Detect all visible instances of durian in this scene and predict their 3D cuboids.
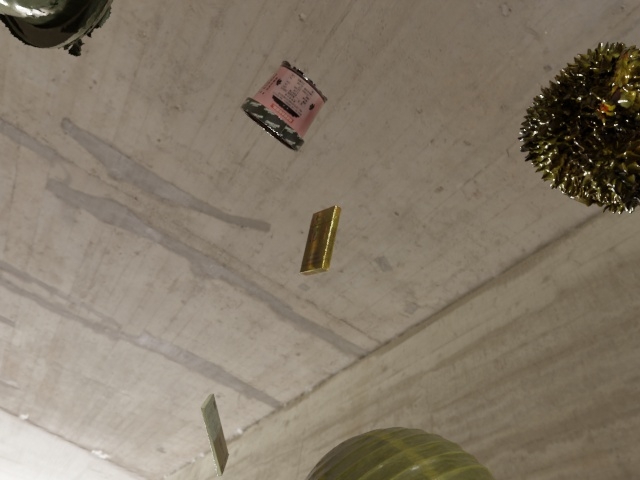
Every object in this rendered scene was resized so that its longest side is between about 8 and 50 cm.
[{"bbox_3d":[0.479,-0.185,0.709,0.293,0.258,0.258,35,-52,-27],"label":"durian"}]

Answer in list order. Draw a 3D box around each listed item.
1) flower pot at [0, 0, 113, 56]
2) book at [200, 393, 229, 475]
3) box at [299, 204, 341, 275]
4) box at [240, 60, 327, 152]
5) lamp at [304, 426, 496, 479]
[{"bbox_3d":[-0.324,-0.331,0.330,0.290,0.259,0.291,3,-84,30],"label":"flower pot"},{"bbox_3d":[-0.312,0.570,1.253,0.016,0.138,0.199,-15,-92,-5],"label":"book"},{"bbox_3d":[0.000,0.000,0.953,0.022,0.156,0.089,27,-25,-33],"label":"box"},{"bbox_3d":[-0.070,-0.285,0.892,0.151,0.151,0.135,36,-85,-20],"label":"box"},{"bbox_3d":[0.095,0.325,0.394,0.250,0.284,0.250,-19,-53,-27],"label":"lamp"}]
